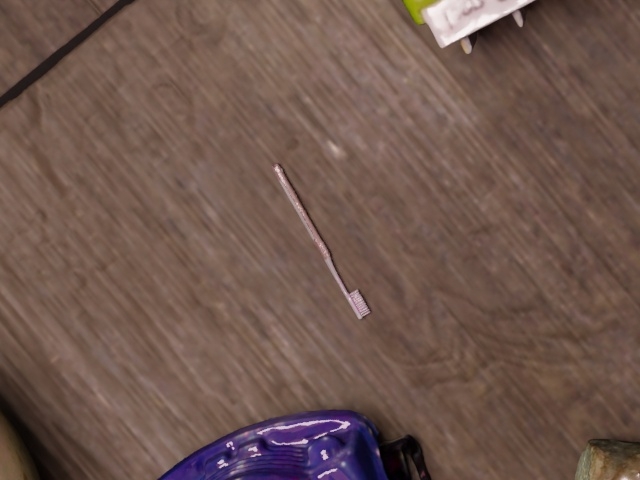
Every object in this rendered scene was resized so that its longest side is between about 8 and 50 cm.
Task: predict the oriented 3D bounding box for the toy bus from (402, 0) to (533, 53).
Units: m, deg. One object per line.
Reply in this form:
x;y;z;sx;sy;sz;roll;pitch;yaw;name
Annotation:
0.168;-0.194;0.871;0.301;0.113;0.139;-26;97;12;toy bus

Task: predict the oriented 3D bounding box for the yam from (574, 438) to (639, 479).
0.272;0.141;0.944;0.274;0.061;0.061;7;101;5;yam

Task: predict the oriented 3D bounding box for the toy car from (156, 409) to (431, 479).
-0.001;0.215;0.932;0.172;0.158;0.235;-24;97;9;toy car

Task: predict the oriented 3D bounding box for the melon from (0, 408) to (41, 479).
-0.305;0.152;0.897;0.330;0.268;0.269;13;101;11;melon

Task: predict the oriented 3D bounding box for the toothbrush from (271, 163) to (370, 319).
0.000;0.000;0.970;0.008;0.006;0.097;-31;96;-2;toothbrush
